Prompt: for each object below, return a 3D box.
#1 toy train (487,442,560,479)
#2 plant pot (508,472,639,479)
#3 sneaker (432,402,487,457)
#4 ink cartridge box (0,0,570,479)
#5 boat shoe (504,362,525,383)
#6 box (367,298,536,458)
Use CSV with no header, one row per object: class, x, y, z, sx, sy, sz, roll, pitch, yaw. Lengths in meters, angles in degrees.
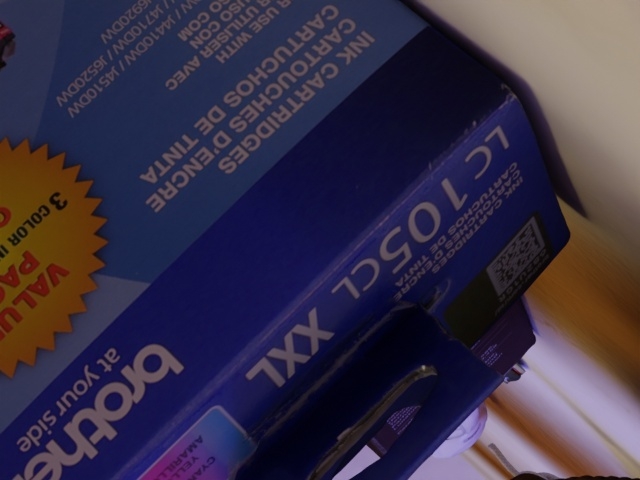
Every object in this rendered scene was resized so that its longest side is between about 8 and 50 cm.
toy train,0.245,0.238,1.410,0.248,0.105,0.143,42,-172,23
plant pot,0.199,0.214,1.022,0.237,0.109,0.237,49,-167,-15
sneaker,0.050,0.101,1.863,0.292,0.110,0.118,35,166,13
ink cartridge box,-0.082,-0.014,0.798,0.395,0.270,0.151,42,172,28
boat shoe,0.122,0.095,1.460,0.049,0.043,0.137,48,173,-19
box,0.000,0.000,1.081,0.191,0.143,0.381,43,177,20
